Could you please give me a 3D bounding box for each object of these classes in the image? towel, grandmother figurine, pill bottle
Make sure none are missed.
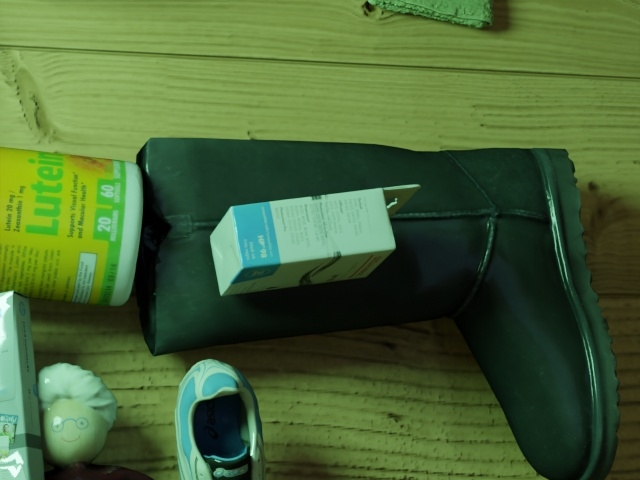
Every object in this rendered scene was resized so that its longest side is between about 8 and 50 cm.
[{"bbox_3d":[0.119,-0.289,1.908,0.148,0.027,0.110,9,70,-16],"label":"towel"},{"bbox_3d":[-0.206,0.278,1.584,0.208,0.104,0.342,-6,78,-26],"label":"grandmother figurine"},{"bbox_3d":[-0.293,-0.017,1.614,0.246,0.136,0.136,6,72,-12],"label":"pill bottle"}]

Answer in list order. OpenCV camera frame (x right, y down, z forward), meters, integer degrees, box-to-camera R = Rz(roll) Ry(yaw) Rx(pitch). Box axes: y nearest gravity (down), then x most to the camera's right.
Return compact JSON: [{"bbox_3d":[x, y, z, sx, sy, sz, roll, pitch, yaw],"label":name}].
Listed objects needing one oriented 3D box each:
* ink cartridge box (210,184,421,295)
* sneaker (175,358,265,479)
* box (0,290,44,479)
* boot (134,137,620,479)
[{"bbox_3d":[0.000,0.000,1.597,0.180,0.104,0.060,-7,76,-16],"label":"ink cartridge box"},{"bbox_3d":[-0.087,0.228,1.620,0.085,0.086,0.237,-11,102,-7],"label":"sneaker"},{"bbox_3d":[-0.325,0.149,1.573,0.145,0.038,0.186,-11,76,12],"label":"box"},{"bbox_3d":[0.047,0.072,1.707,0.445,0.146,0.367,1,66,-23],"label":"boot"}]
